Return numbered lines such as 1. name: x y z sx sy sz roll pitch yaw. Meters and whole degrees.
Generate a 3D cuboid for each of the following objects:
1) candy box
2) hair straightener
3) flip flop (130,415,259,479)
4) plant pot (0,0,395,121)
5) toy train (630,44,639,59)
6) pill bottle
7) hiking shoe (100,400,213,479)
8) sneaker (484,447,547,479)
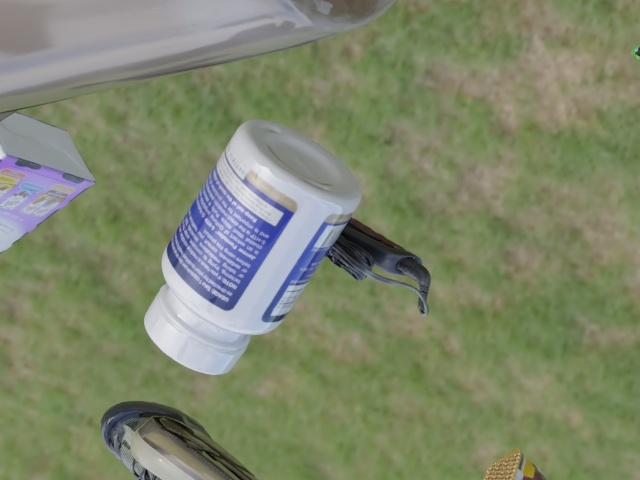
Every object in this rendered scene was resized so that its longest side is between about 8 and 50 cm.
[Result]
1. candy box: -0.341 -0.039 1.530 0.196 0.070 0.165 -35 162 14
2. hair straightener: 0.000 0.000 1.366 0.230 0.089 0.047 37 121 28
3. flip flop: -0.023 0.220 0.997 0.277 0.080 0.112 40 177 12
4. plant pot: -0.106 -0.191 0.670 0.280 0.323 0.323 7 150 30
5. toy train: 0.413 -0.212 1.959 0.083 0.017 0.024 32 -175 -21
6. pill bottle: -0.060 0.009 1.265 0.112 0.112 0.186 27 112 -15
7. hiking shoe: -0.139 0.245 1.669 0.227 0.086 0.114 35 -175 7
8. sneaker: 0.210 0.306 1.714 0.084 0.185 0.069 44 129 -12
